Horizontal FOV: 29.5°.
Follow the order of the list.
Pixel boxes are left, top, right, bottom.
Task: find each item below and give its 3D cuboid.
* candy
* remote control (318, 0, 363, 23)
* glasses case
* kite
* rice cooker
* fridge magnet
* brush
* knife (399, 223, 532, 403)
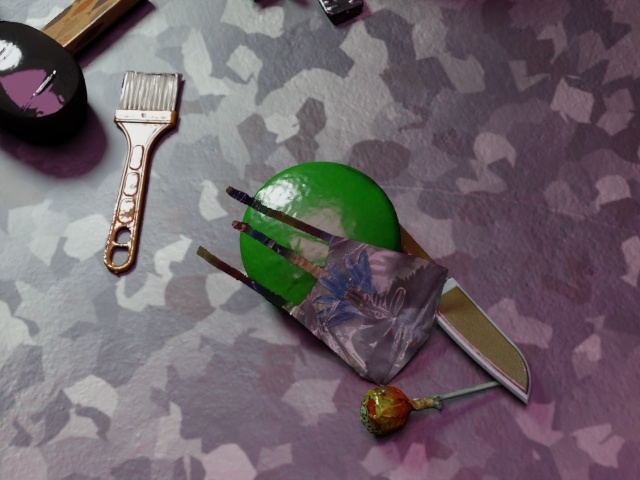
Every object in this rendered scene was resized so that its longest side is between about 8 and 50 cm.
[{"bbox_3d":[0.145,0.193,1.495,0.201,0.060,0.060,-11,64,-11],"label":"candy"},{"bbox_3d":[-0.012,-0.424,1.803,0.063,0.025,0.245,-23,65,-8],"label":"remote control"},{"bbox_3d":[-0.333,-0.326,1.772,0.065,0.041,0.170,36,72,31],"label":"glasses case"},{"bbox_3d":[-0.002,0.057,1.501,0.310,0.015,0.169,24,93,-8],"label":"kite"},{"bbox_3d":[-0.416,-0.221,1.685,0.203,0.118,0.142,33,72,17],"label":"rice cooker"},{"bbox_3d":[0.000,0.000,1.559,0.208,0.088,0.208,-1,76,4],"label":"fridge magnet"},{"bbox_3d":[-0.254,-0.098,1.675,0.090,0.017,0.314,3,66,8],"label":"brush"},{"bbox_3d":[0.157,0.077,1.554,0.061,0.027,0.343,-29,64,-27],"label":"knife"}]
